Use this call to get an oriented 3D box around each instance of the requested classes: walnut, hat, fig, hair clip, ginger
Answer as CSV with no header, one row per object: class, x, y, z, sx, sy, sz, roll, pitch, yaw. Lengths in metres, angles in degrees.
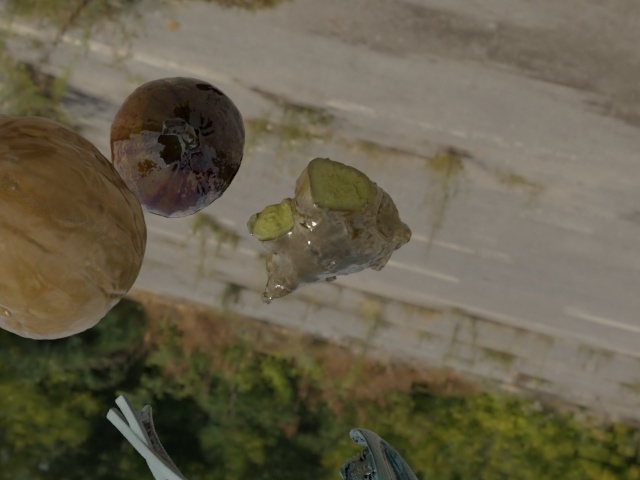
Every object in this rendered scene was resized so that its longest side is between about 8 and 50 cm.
walnut,-0.265,-0.015,1.171,0.195,0.195,0.221,11,156,31
hat,0.067,0.302,1.566,0.078,0.138,0.191,-25,143,12
fig,-0.146,-0.113,1.411,0.148,0.149,0.202,31,146,-28
hair clip,-0.142,0.185,1.126,0.039,0.030,0.115,-2,-135,-48
ginger,0.000,0.000,1.857,0.219,0.123,0.270,19,143,-23
